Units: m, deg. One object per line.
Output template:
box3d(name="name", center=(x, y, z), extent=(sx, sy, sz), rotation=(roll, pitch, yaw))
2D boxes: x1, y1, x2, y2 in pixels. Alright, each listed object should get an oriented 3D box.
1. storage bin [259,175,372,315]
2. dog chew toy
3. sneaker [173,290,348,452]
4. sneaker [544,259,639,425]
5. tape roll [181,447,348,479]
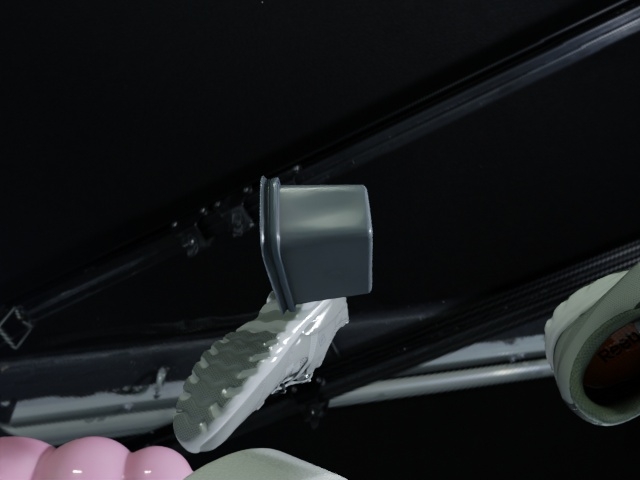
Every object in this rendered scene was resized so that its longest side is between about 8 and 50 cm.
box3d(name="storage bin", center=(0.000, 0.000, 0.485), extent=(0.091, 0.098, 0.135), rotation=(-4, -34, 1))
box3d(name="dog chew toy", center=(-0.316, 0.343, 0.666), extent=(0.331, 0.207, 0.207), rotation=(-6, -65, -9))
box3d(name="sneaker", center=(-0.047, 0.145, 0.629), extent=(0.281, 0.105, 0.115), rotation=(-44, -60, -32))
box3d(name="sneaker", center=(0.254, 0.022, 0.329), extent=(0.100, 0.108, 0.272), rotation=(39, -64, 10))
box3d(name="tape roll", center=(-0.075, 0.356, 0.380), extent=(0.071, 0.392, 0.392), rotation=(8, -61, 30))
